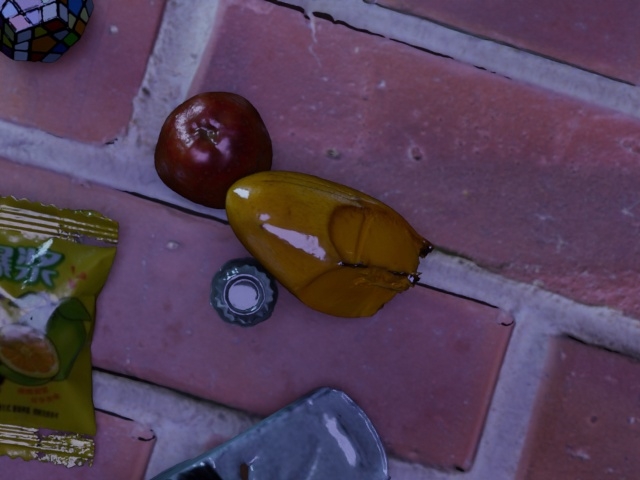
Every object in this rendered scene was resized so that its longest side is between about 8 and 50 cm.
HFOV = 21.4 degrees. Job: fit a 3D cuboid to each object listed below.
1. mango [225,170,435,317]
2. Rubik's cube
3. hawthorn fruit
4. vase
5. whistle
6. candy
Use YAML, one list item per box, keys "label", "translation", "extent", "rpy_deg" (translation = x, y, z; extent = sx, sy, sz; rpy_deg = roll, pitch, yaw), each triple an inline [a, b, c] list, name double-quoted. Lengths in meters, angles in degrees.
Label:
- label: "mango"
  translation: [0.000, 0.000, 1.837]
  extent: [0.252, 0.154, 0.126]
  rpy_deg: [25, 127, -31]
- label: "Rubik's cube"
  translation: [-0.317, -0.260, 1.865]
  extent: [0.112, 0.133, 0.133]
  rpy_deg: [-1, 89, 23]
- label: "hawthorn fruit"
  translation: [-0.116, -0.102, 1.860]
  extent: [0.133, 0.138, 0.133]
  rpy_deg: [0, 89, 1]
- label: "vase"
  translation: [-0.084, 0.058, 1.852]
  extent: [0.081, 0.149, 0.081]
  rpy_deg: [0, 89, -2]
- label: "whistle"
  translation: [-0.109, 0.312, 1.827]
  extent: [0.405, 0.188, 0.168]
  rpy_deg: [-33, 90, -3]
- label: "candy"
  translation: [-0.326, 0.100, 1.878]
  extent: [0.187, 0.081, 0.297]
  rpy_deg: [8, 98, -5]
